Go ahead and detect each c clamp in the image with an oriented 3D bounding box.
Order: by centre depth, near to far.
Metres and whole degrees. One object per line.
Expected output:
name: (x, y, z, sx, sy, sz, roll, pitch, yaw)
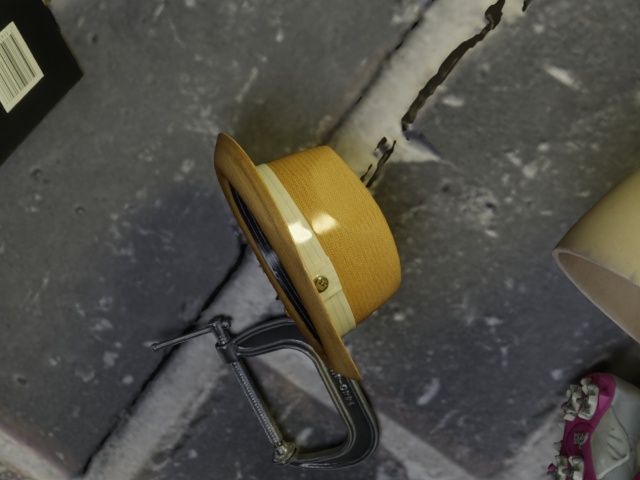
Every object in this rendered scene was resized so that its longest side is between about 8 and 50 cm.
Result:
c clamp: (-0.033, 0.118, 1.152, 0.137, 0.022, 0.161, -24, 108, 23)

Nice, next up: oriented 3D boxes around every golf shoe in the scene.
golf shoe: (0.250, 0.150, 0.945, 0.140, 0.306, 0.115, 17, 91, -9)

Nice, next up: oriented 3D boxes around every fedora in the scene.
fedora: (0.000, 0.000, 1.012, 0.079, 0.194, 0.194, -30, 111, -8)

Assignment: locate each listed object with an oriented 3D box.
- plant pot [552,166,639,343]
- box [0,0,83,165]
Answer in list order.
plant pot: (0.304, 0.017, 0.860, 0.284, 0.284, 0.191, 37, 89, -6)
box: (-0.272, -0.095, 1.019, 0.158, 0.156, 0.093, -16, 115, 25)
